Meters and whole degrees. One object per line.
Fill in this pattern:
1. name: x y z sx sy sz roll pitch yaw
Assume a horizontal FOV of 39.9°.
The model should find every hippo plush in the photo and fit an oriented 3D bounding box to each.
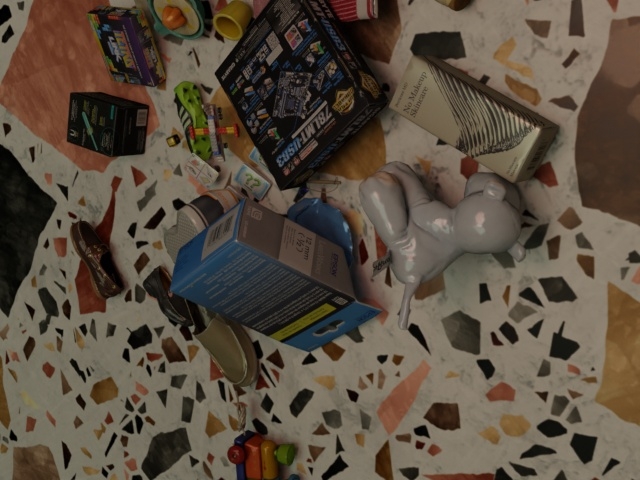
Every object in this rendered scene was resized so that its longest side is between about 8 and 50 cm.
1. hippo plush: 0.215 -0.047 1.506 0.236 0.294 0.234 -23 107 28

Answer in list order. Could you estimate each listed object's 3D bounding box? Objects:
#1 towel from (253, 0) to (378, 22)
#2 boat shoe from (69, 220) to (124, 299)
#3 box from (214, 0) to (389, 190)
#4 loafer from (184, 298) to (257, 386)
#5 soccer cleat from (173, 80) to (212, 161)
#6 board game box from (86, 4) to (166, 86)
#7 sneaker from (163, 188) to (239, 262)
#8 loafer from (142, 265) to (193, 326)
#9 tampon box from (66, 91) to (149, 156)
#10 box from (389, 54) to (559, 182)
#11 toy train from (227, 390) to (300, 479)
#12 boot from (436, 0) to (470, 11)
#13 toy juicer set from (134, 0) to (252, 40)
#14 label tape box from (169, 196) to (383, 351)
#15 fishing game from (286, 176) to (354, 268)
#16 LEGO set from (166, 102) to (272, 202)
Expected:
1. towel: -0.021 -0.530 1.658 0.329 0.037 0.237 13 112 46
2. boat shoe: -0.541 0.041 2.159 0.073 0.073 0.207 -26 90 33
3. box: -0.047 -0.294 1.685 0.295 0.073 0.293 -42 74 42
4. loafer: -0.232 0.208 1.958 0.102 0.092 0.268 -34 79 34
5. soccer cleat: -0.280 -0.260 1.935 0.072 0.060 0.179 -1 104 60
6. board game box: -0.432 -0.432 1.963 0.141 0.048 0.170 14 135 34
7. sneaker: -0.248 -0.016 1.902 0.126 0.127 0.321 54 156 2
8. loafer: -0.346 0.130 2.044 0.170 0.062 0.061 43 115 19
9. tampon box: -0.496 -0.271 2.048 0.161 0.101 0.120 20 109 31
10. box: 0.264 -0.215 1.535 0.275 0.094 0.113 34 116 25
11. toy train: -0.120 0.455 1.928 0.143 0.105 0.248 0 99 24
12. boot: 0.204 -0.554 1.519 0.203 0.095 0.262 31 119 28
13. toy juicer set: -0.315 -0.505 1.827 0.329 0.089 0.209 8 145 34
14. label tape box: -0.083 0.080 1.741 0.249 0.348 0.115 -34 40 43
15. fishing game: 0.000 0.000 1.794 0.189 0.041 0.264 0 104 43
16. LEGO set: -0.214 -0.172 1.863 0.244 0.060 0.182 39 119 3
